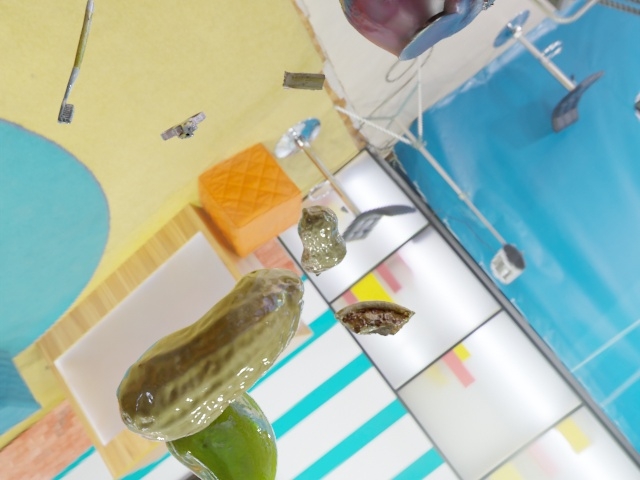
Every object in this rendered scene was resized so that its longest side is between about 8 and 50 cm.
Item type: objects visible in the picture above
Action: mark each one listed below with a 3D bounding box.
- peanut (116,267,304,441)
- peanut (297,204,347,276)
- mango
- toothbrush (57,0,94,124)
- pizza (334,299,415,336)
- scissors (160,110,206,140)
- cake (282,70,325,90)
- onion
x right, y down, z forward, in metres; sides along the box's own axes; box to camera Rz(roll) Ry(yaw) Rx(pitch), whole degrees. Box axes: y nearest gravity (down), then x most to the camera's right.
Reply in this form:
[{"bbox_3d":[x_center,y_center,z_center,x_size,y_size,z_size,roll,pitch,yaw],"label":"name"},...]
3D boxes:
[{"bbox_3d":[-0.143,0.153,0.780,0.306,0.147,0.147,-39,165,0],"label":"peanut"},{"bbox_3d":[0.009,0.003,1.844,0.159,0.143,0.291,3,137,5],"label":"peanut"},{"bbox_3d":[-0.193,0.396,1.139,0.185,0.273,0.149,-52,173,-18],"label":"mango"},{"bbox_3d":[-0.470,-0.352,1.097,0.024,0.287,0.021,7,160,-9],"label":"toothbrush"},{"bbox_3d":[0.180,0.253,1.847,0.134,0.271,0.056,-84,-179,-50],"label":"pizza"},{"bbox_3d":[-0.305,-0.255,1.274,0.118,0.030,0.242,-31,-160,-8],"label":"scissors"},{"bbox_3d":[-0.044,-0.437,1.548,0.065,0.121,0.051,-8,109,-53],"label":"cake"},{"bbox_3d":[0.157,-0.582,1.036,0.398,0.420,0.398,-44,177,-3],"label":"onion"}]
